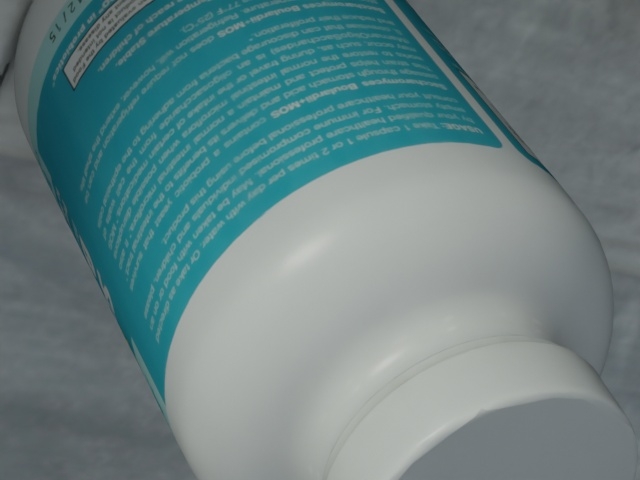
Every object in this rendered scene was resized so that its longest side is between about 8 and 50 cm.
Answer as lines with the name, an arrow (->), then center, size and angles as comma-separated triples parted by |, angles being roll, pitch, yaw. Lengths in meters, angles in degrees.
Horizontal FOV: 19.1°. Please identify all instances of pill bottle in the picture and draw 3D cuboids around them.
pill bottle -> 0.000, 0.000, 0.630 | 0.146, 0.264, 0.146 | -14, 131, -17
